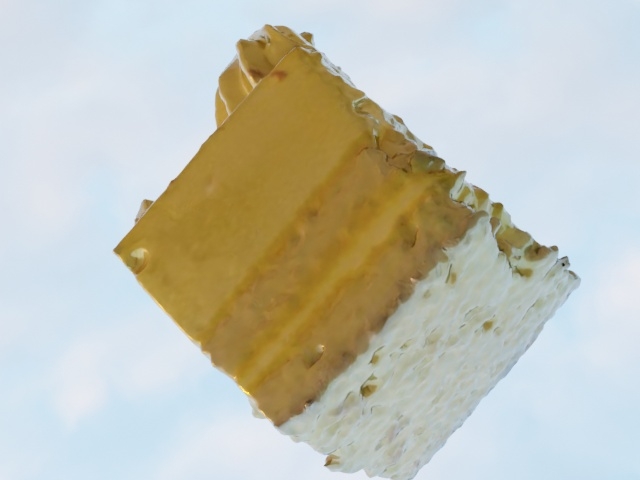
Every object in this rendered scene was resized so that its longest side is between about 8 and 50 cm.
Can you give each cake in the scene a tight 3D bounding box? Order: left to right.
[{"bbox_3d":[0.000,0.000,1.058,0.227,0.222,0.286,-49,-120,2],"label":"cake"}]
